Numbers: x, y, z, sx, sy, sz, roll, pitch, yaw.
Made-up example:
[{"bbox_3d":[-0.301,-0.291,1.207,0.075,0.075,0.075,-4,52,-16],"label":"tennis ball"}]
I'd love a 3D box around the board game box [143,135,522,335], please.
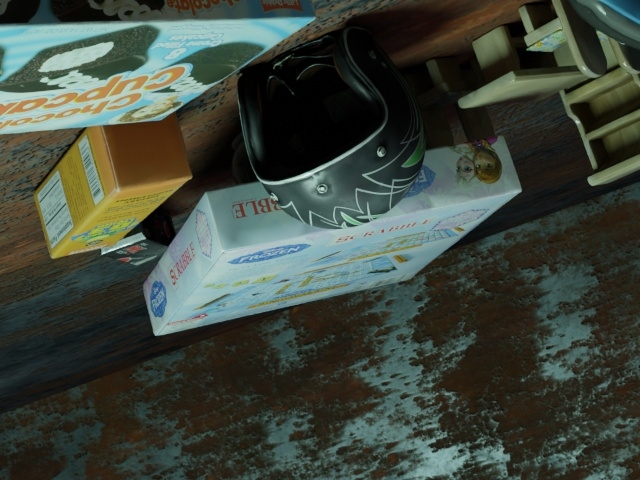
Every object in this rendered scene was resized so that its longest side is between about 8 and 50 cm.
[{"bbox_3d":[0.000,0.000,1.507,0.319,0.065,0.318,-12,166,-22],"label":"board game box"}]

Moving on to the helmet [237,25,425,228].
[{"bbox_3d":[0.014,-0.090,1.276,0.169,0.161,0.169,-19,172,-3],"label":"helmet"}]

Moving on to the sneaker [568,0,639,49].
[{"bbox_3d":[0.303,-0.209,1.300,0.140,0.125,0.341,-14,174,41],"label":"sneaker"}]

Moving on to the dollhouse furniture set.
[{"bbox_3d":[0.249,-0.141,1.487,0.242,0.161,0.212,-11,169,-46],"label":"dollhouse furniture set"}]

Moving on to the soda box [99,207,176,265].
[{"bbox_3d":[-0.215,-0.009,1.690,0.060,0.053,0.169,-20,172,6],"label":"soda box"}]

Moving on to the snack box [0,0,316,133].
[{"bbox_3d":[-0.179,-0.126,0.943,0.322,0.060,0.187,-11,169,-46],"label":"snack box"}]

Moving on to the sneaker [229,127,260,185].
[{"bbox_3d":[-0.037,-0.072,1.535,0.153,0.101,0.268,-13,165,-32],"label":"sneaker"}]

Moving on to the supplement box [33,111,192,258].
[{"bbox_3d":[-0.198,-0.052,1.350,0.078,0.080,0.233,-13,172,-27],"label":"supplement box"}]
